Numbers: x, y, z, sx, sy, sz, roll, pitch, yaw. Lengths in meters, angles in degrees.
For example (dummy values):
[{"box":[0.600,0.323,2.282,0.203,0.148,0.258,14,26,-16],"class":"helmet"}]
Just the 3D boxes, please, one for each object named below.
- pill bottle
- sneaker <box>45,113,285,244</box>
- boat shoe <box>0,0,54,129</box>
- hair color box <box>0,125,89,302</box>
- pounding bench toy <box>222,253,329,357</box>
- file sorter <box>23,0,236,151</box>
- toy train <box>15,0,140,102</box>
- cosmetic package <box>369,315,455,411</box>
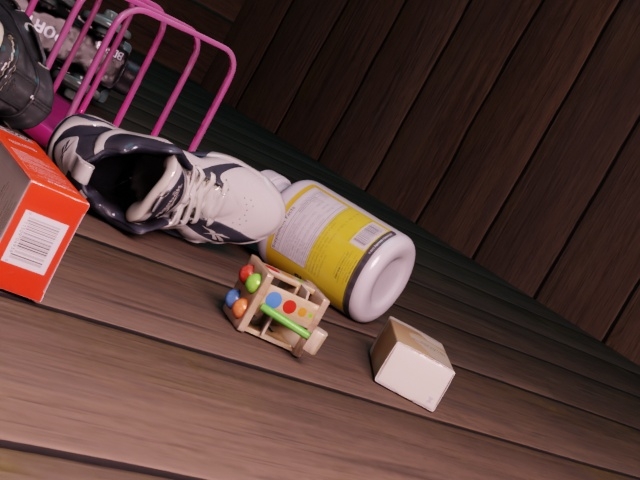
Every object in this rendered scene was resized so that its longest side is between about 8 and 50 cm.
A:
[{"box":[0.000,0.000,1.357,0.184,0.103,0.103,32,7,26],"class":"pill bottle"},{"box":[-0.128,-0.039,1.168,0.235,0.094,0.153,26,8,-22],"class":"sneaker"},{"box":[-0.335,-0.185,1.282,0.113,0.127,0.340,34,-2,-31],"class":"boat shoe"},{"box":[-0.198,-0.022,0.827,0.043,0.072,0.141,24,9,-33],"class":"hair color box"},{"box":[-0.034,0.054,1.015,0.065,0.052,0.083,26,7,-24],"class":"pounding bench toy"},{"box":[-0.268,-0.208,1.471,0.291,0.182,0.202,34,9,38],"class":"file sorter"},{"box":[-0.416,-0.305,1.842,0.334,0.142,0.190,26,-3,-23],"class":"toy train"},{"box":[0.079,0.107,1.143,0.060,0.041,0.115,29,6,-5],"class":"cosmetic package"}]
